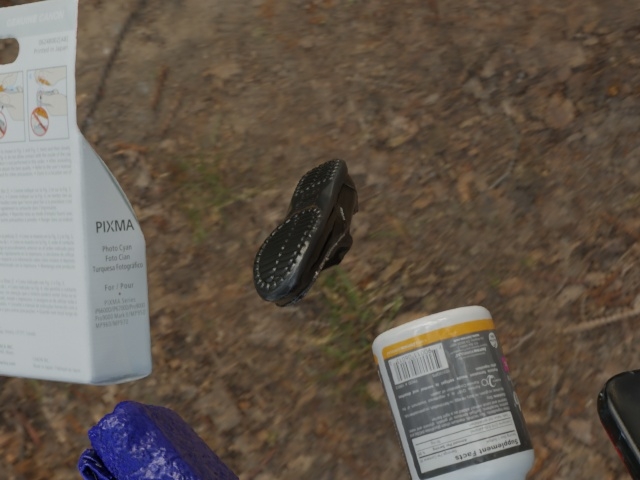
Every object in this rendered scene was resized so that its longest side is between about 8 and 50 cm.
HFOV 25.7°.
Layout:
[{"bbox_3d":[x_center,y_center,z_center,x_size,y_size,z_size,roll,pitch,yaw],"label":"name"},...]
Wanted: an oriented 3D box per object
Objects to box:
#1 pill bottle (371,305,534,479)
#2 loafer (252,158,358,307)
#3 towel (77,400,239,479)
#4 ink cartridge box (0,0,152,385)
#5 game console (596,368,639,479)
[{"bbox_3d":[0.176,0.235,1.769,0.162,0.162,0.278,-21,79,24],"label":"pill bottle"},{"bbox_3d":[0.000,0.000,1.467,0.080,0.220,0.078,-21,117,35],"label":"loafer"},{"bbox_3d":[-0.069,0.269,1.168,0.076,0.227,0.308,-43,79,-3],"label":"towel"},{"bbox_3d":[-0.317,-0.048,1.488,0.308,0.091,0.385,1,92,42],"label":"ink cartridge box"},{"bbox_3d":[0.177,0.059,0.413,0.085,0.144,0.124,107,149,-44],"label":"game console"}]
